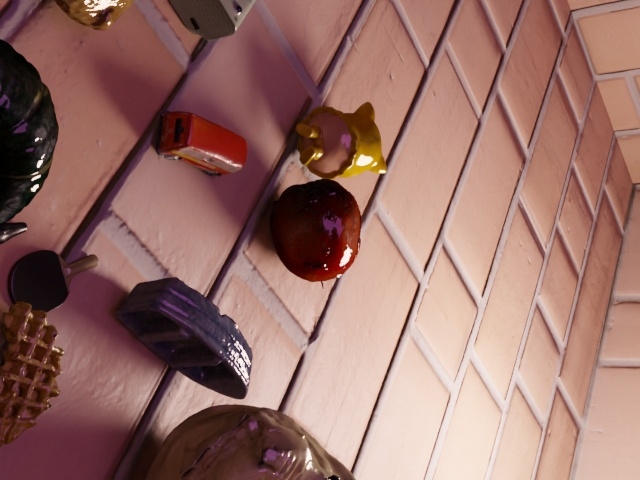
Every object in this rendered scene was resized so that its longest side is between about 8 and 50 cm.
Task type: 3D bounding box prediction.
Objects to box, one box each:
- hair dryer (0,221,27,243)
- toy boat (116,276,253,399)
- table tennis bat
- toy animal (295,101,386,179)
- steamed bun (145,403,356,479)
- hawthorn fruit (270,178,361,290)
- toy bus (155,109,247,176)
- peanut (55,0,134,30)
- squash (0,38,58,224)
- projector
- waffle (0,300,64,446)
[{"bbox_3d":[-0.431,-0.037,1.234,0.079,0.031,0.083,-30,104,-64],"label":"hair dryer"},{"bbox_3d":[-0.196,0.162,1.466,0.283,0.127,0.078,48,43,-40],"label":"toy boat"},{"bbox_3d":[-0.375,0.051,1.314,0.156,0.013,0.087,-27,108,-53],"label":"table tennis bat"},{"bbox_3d":[0.038,-0.194,1.832,0.230,0.156,0.156,-14,98,-52],"label":"toy animal"},{"bbox_3d":[-0.125,0.388,1.455,0.347,0.237,0.393,-10,126,-31],"label":"steamed bun"},{"bbox_3d":[0.000,0.000,1.739,0.181,0.181,0.235,-52,138,-44],"label":"hawthorn fruit"},{"bbox_3d":[-0.191,-0.159,1.545,0.174,0.077,0.079,19,71,-53],"label":"toy bus"},{"bbox_3d":[-0.335,-0.422,1.333,0.197,0.110,0.233,-44,120,-48],"label":"peanut"},{"bbox_3d":[-0.430,-0.122,1.057,0.252,0.252,0.165,60,-1,-33],"label":"squash"},{"bbox_3d":[-0.190,-0.495,1.552,0.250,0.108,0.198,57,43,-35],"label":"projector"},{"bbox_3d":[-0.414,0.180,1.212,0.194,0.051,0.149,-46,124,-41],"label":"waffle"}]
